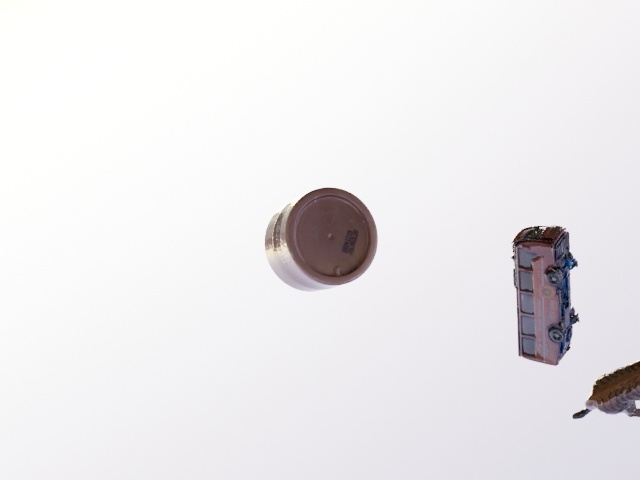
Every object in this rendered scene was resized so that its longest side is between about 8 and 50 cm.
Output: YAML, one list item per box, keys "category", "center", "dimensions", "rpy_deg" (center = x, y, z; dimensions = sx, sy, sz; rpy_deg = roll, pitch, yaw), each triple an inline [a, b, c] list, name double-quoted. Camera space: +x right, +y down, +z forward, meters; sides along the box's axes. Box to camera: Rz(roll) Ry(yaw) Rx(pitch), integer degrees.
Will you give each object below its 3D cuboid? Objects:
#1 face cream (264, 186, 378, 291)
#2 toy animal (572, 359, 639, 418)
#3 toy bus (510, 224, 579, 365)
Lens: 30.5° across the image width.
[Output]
- category: "face cream"
  center: [0.000, 0.000, 1.774]
  dimensions: [0.149, 0.149, 0.104]
  rpy_deg: [-37, -174, -22]
- category: "toy animal"
  center: [0.377, 0.160, 1.355]
  dimensions: [0.241, 0.099, 0.057]
  rpy_deg: [-32, -123, 37]
- category: "toy bus"
  center: [0.359, 0.087, 1.885]
  dimensions: [0.096, 0.235, 0.073]
  rpy_deg: [7, -151, 30]
